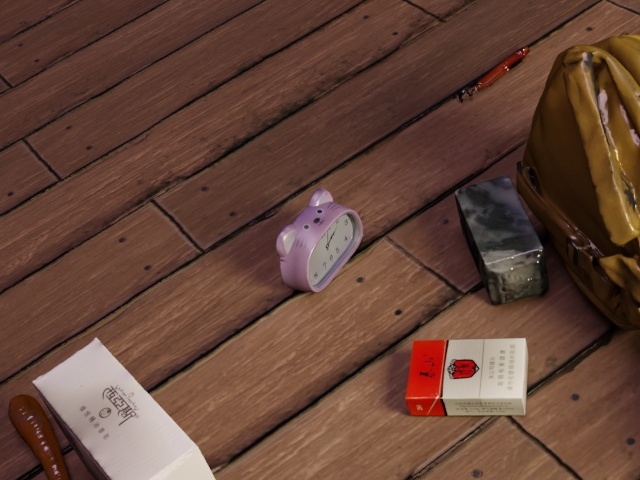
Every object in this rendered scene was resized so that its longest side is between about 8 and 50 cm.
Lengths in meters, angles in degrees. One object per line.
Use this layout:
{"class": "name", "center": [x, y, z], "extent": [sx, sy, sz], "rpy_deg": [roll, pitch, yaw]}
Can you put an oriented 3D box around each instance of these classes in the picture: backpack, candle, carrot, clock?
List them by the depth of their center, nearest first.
{"class": "backpack", "center": [0.402, -0.067, 1.457], "extent": [0.201, 0.353, 0.378], "rpy_deg": [-12, 66, -9]}
{"class": "carrot", "center": [-0.381, 0.291, 1.552], "extent": [0.048, 0.048, 0.216], "rpy_deg": [-31, 49, -14]}
{"class": "clock", "center": [0.000, 0.000, 1.675], "extent": [0.050, 0.110, 0.152], "rpy_deg": [16, 52, 34]}
{"class": "candle", "center": [0.303, -0.290, 1.944], "extent": [0.167, 0.021, 0.026], "rpy_deg": [-38, 45, -21]}

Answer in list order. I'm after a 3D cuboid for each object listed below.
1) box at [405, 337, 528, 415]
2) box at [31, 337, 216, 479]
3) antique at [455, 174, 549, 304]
{"class": "box", "center": [0.193, 0.179, 1.467], "extent": [0.152, 0.048, 0.100], "rpy_deg": [-1, 43, 15]}
{"class": "box", "center": [-0.231, 0.272, 1.402], "extent": [0.111, 0.194, 0.260], "rpy_deg": [-37, 46, -20]}
{"class": "antique", "center": [0.260, 0.003, 1.600], "extent": [0.086, 0.088, 0.183], "rpy_deg": [-17, 43, 2]}
